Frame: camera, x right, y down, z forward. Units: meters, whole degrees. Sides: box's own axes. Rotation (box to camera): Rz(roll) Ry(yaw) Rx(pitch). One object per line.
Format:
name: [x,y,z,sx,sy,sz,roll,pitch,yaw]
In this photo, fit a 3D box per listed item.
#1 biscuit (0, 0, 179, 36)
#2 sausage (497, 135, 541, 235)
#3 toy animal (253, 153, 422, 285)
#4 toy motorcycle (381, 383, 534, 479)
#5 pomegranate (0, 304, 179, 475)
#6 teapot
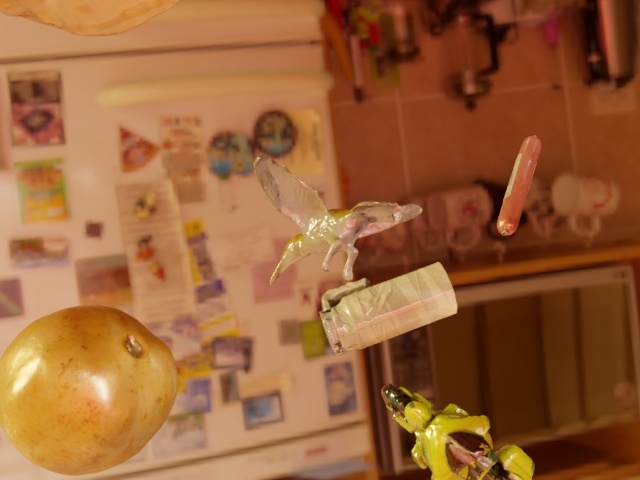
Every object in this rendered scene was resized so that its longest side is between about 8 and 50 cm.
biscuit: [-0.190,-0.344,0.865,0.365,0.385,0.062,21,-156,-7]
sausage: [0.279,-0.080,1.700,0.029,0.029,0.223,-6,-142,28]
toy animal: [0.000,0.000,1.259,0.219,0.155,0.095,26,-166,-37]
toy motorcycle: [0.239,0.353,1.997,0.142,0.342,0.206,-44,-140,2]
pomegranate: [-0.303,0.189,1.571,0.233,0.233,0.233,-7,-178,0]
teapot: [0.095,0.092,1.830,0.200,0.107,0.077,-20,145,-4]
